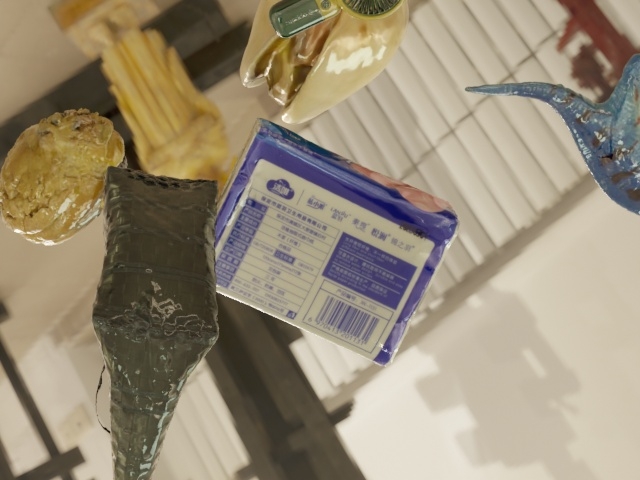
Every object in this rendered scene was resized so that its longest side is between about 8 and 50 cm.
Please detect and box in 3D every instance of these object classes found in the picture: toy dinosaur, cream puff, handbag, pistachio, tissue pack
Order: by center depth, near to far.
[{"bbox_3d":[-0.135,0.062,0.957,0.088,0.270,0.175,8,128,-12],"label":"handbag"},{"bbox_3d":[0.278,-0.076,1.030,0.144,0.329,0.076,-54,-164,-9],"label":"toy dinosaur"},{"bbox_3d":[0.000,0.000,1.481,0.137,0.269,0.209,-129,-117,-79],"label":"tissue pack"},{"bbox_3d":[-0.328,-0.085,1.555,0.129,0.189,0.189,39,115,-24],"label":"cream puff"},{"bbox_3d":[0.005,-0.332,1.976,0.321,0.229,0.238,-49,172,28],"label":"pistachio"}]

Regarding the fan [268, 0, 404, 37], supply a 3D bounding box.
[{"bbox_3d":[0.017,-0.259,1.297,0.155,0.039,0.082,-23,118,6],"label":"fan"}]
